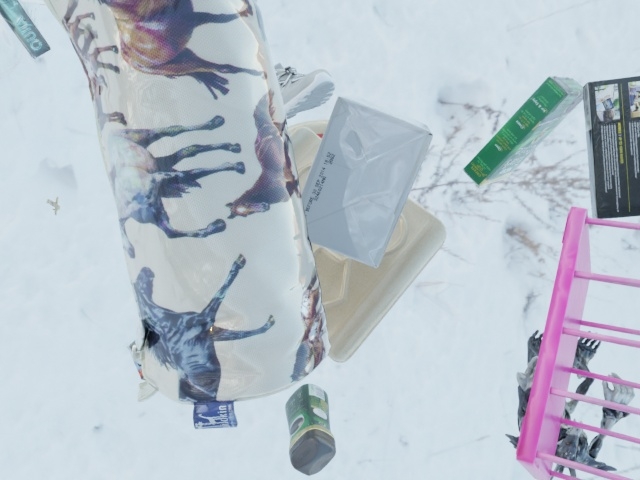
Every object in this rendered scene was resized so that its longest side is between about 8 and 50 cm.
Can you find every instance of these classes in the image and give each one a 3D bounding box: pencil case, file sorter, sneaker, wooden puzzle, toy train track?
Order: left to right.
[{"bbox_3d":[-0.670,-0.090,1.582,0.014,0.083,0.048,3,81,-4],"label":"toy train track"},{"bbox_3d":[-0.111,-0.055,0.542,0.183,0.160,0.410,-16,107,-20],"label":"pencil case"},{"bbox_3d":[-0.073,-0.322,1.338,0.105,0.281,0.115,-22,99,-30],"label":"sneaker"},{"bbox_3d":[0.000,0.000,1.133,0.348,0.080,0.322,38,68,11],"label":"wooden puzzle"},{"bbox_3d":[0.356,0.144,0.725,0.202,0.182,0.291,47,58,-56],"label":"file sorter"}]

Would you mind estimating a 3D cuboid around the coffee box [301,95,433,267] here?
[{"bbox_3d":[0.062,-0.093,0.844,0.118,0.297,0.168,22,105,3],"label":"coffee box"}]

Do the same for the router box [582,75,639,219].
[{"bbox_3d":[0.416,-0.121,0.816,0.046,0.133,0.179,-17,102,-75],"label":"router box"}]

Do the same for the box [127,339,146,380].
[{"bbox_3d":[-0.357,0.233,1.410,0.137,0.094,0.027,-39,148,6],"label":"box"}]

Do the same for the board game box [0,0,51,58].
[{"bbox_3d":[-0.372,-0.304,0.691,0.026,0.186,0.126,-33,59,-9],"label":"board game box"}]

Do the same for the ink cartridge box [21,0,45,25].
[{"bbox_3d":[-0.794,-0.560,1.488,0.275,0.239,0.060,13,107,0],"label":"ink cartridge box"}]

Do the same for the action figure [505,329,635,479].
[{"bbox_3d":[0.369,0.240,0.960,0.276,0.164,0.141,-66,164,-53],"label":"action figure"}]

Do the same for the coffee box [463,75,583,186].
[{"bbox_3d":[0.305,-0.161,0.944,0.040,0.184,0.113,51,34,17],"label":"coffee box"}]

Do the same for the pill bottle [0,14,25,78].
[{"bbox_3d":[-0.611,-0.307,0.952,0.169,0.301,0.169,-1,90,-66],"label":"pill bottle"}]

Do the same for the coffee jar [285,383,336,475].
[{"bbox_3d":[-0.022,0.387,1.304,0.079,0.184,0.096,34,108,-19],"label":"coffee jar"}]

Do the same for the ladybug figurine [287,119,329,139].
[{"bbox_3d":[-0.013,-0.241,1.970,0.449,0.305,0.162,-2,64,-53],"label":"ladybug figurine"}]
